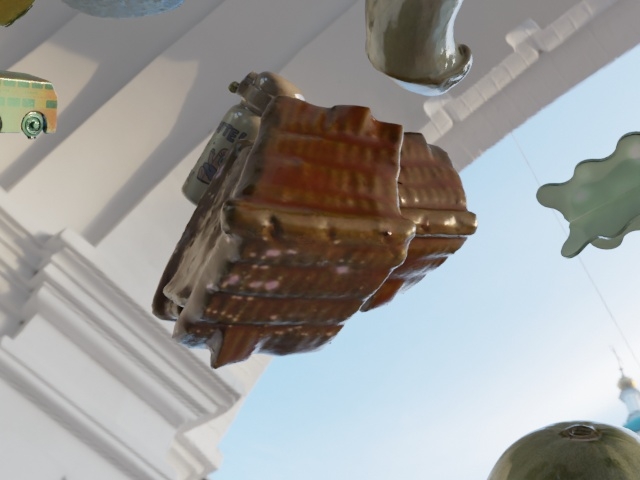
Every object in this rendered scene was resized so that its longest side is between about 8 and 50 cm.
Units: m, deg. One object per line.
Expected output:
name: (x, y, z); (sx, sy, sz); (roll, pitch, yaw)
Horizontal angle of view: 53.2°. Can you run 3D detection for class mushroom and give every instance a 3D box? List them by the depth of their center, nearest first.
mushroom: (0.092, -0.254, 0.492); (0.122, 0.159, 0.328); (22, -39, 13)

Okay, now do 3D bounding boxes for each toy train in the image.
toy train: (-0.498, -0.210, 0.987); (0.072, 0.188, 0.099); (21, -73, 26)

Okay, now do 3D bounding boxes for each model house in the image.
model house: (-0.001, 0.000, 0.496); (0.200, 0.229, 0.219); (18, -93, -20)

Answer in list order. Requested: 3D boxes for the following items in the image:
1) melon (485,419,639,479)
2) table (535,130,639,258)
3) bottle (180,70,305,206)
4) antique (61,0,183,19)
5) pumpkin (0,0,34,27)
melon: (0.274, 0.338, 0.629); (0.272, 0.307, 0.271); (8, -22, 3)
table: (0.436, -0.065, 0.932); (0.167, 0.166, 0.198); (35, -37, -12)
bottle: (-0.107, -0.135, 0.884); (0.110, 0.097, 0.209); (32, -82, -4)
antique: (-0.096, -0.209, 0.386); (0.080, 0.081, 0.221); (12, -15, -37)
pumpkin: (-0.330, -0.280, 0.511); (0.218, 0.110, 0.217); (-12, -35, -8)
